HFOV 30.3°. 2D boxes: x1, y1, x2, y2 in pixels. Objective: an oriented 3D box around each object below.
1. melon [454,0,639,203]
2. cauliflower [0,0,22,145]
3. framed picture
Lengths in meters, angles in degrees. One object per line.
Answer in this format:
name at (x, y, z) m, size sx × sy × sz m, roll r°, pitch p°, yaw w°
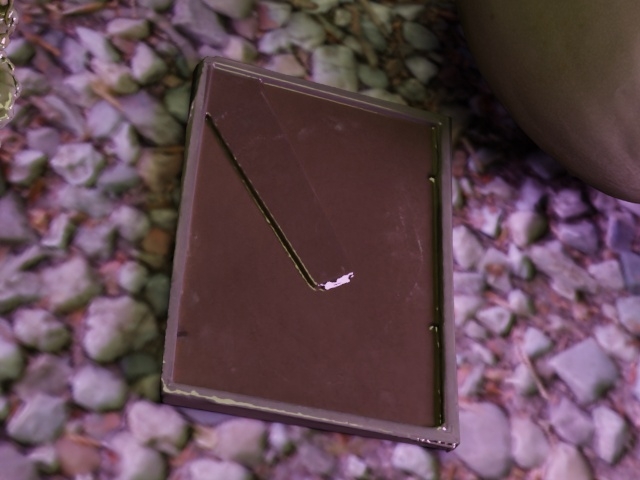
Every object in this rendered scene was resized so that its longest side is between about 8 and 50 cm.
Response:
melon at (0.223, -0.177, 0.813) m, size 0.271 × 0.272 × 0.308 m, roll -27°, pitch 74°, yaw -32°
cauliflower at (-0.279, -0.169, 0.605) m, size 0.327 × 0.281 × 0.260 m, roll 41°, pitch 58°, yaw 2°
framed picture at (0.000, 0.000, 0.754) m, size 0.189 × 0.023 × 0.260 m, roll 11°, pitch 55°, yaw -13°
